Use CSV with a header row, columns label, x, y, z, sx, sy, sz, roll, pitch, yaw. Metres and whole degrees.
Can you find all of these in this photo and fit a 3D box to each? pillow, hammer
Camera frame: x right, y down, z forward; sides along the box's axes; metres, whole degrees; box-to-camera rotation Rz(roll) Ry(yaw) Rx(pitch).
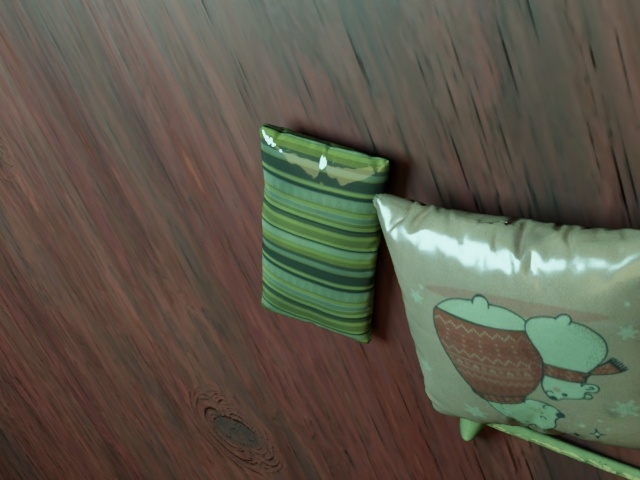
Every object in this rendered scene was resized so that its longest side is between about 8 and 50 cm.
label,x,y,z,sx,sy,sz,roll,pitch,yaw
pillow,0.161,0.065,0.636,0.236,0.084,0.223,7,133,32
hammer,0.214,0.188,0.746,0.195,0.028,0.060,19,138,19
pillow,0.000,0.000,0.727,0.113,0.038,0.203,19,133,16
